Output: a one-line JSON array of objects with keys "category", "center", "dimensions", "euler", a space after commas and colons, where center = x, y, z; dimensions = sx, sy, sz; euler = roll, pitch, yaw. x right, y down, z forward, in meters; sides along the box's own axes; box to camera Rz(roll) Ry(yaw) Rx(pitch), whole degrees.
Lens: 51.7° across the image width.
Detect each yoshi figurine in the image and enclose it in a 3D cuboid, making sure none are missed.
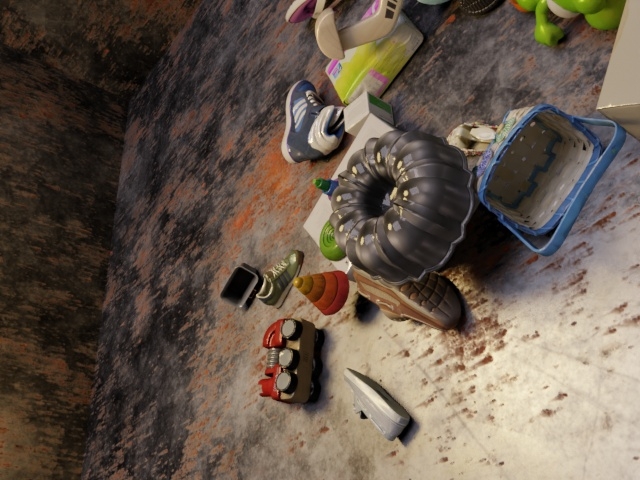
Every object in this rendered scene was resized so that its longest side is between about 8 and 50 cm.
[{"category": "yoshi figurine", "center": [0.534, -0.521, 1.382], "dimensions": [0.203, 0.203, 0.362], "euler": [-17, 29, 2]}]

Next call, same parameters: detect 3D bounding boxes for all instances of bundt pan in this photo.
[{"category": "bundt pan", "center": [0.142, -0.079, 1.337], "dimensions": [0.331, 0.124, 0.330], "euler": [-20, 61, 42]}]

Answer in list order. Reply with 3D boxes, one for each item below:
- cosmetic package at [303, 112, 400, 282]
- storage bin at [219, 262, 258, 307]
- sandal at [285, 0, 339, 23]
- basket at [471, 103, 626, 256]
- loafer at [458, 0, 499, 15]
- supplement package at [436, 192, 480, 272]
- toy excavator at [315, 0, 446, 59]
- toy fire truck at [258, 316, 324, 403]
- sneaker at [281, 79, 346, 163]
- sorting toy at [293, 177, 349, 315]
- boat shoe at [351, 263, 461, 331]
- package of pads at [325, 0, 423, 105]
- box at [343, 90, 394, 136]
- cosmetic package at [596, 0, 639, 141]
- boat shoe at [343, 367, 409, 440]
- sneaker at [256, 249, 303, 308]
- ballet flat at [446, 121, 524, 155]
[{"category": "cosmetic package", "center": [0.130, -0.112, 1.739], "dimensions": [0.377, 0.098, 0.284], "euler": [-58, 33, 15]}, {"category": "storage bin", "center": [-0.255, 0.141, 2.159], "dimensions": [0.135, 0.098, 0.091], "euler": [-58, 7, 15]}, {"category": "sandal", "center": [0.028, -0.840, 2.290], "dimensions": [0.416, 0.169, 0.102], "euler": [-22, 94, 47]}, {"category": "basket", "center": [0.416, -0.122, 1.242], "dimensions": [0.254, 0.201, 0.289], "euler": [-61, 24, 10]}, {"category": "loafer", "center": [0.441, -0.645, 1.640], "dimensions": [0.220, 0.080, 0.078], "euler": [-34, 14, 42]}, {"category": "supplement package", "center": [0.216, -0.068, 1.503], "dimensions": [0.203, 0.194, 0.149], "euler": [-61, 35, 12]}, {"category": "toy excavator", "center": [0.223, -0.681, 1.726], "dimensions": [0.222, 0.434, 0.444], "euler": [-99, 15, -62]}, {"category": "toy fire truck", "center": [-0.110, 0.340, 1.803], "dimensions": [0.247, 0.159, 0.216], "euler": [-16, 59, 38]}, {"category": "sneaker", "center": [0.005, -0.398, 2.074], "dimensions": [0.236, 0.130, 0.322], "euler": [-15, 54, 39]}, {"category": "sorting toy", "center": [0.000, 0.000, 1.668], "dimensions": [0.127, 0.126, 0.365], "euler": [-17, 61, 50]}, {"category": "boat shoe", "center": [0.194, 0.126, 1.518], "dimensions": [0.324, 0.123, 0.116], "euler": [36, 135, 47]}, {"category": "package of pads", "center": [0.153, -0.548, 1.952], "dimensions": [0.296, 0.101, 0.229], "euler": [-51, 36, 25]}, {"category": "box", "center": [0.136, -0.345, 1.860], "dimensions": [0.102, 0.101, 0.087], "euler": [-34, 47, 41]}, {"category": "cosmetic package", "center": [0.605, -0.341, 1.142], "dimensions": [0.113, 0.160, 0.309], "euler": [10, 79, 57]}, {"category": "boat shoe", "center": [0.110, 0.372, 1.506], "dimensions": [0.081, 0.079, 0.227], "euler": [-60, 37, 4]}, {"category": "sneaker", "center": [-0.128, 0.109, 1.987], "dimensions": [0.064, 0.086, 0.192], "euler": [33, 99, 56]}, {"category": "ballet flat", "center": [0.358, -0.237, 1.506], "dimensions": [0.241, 0.077, 0.091], "euler": [12, 83, 57]}]
